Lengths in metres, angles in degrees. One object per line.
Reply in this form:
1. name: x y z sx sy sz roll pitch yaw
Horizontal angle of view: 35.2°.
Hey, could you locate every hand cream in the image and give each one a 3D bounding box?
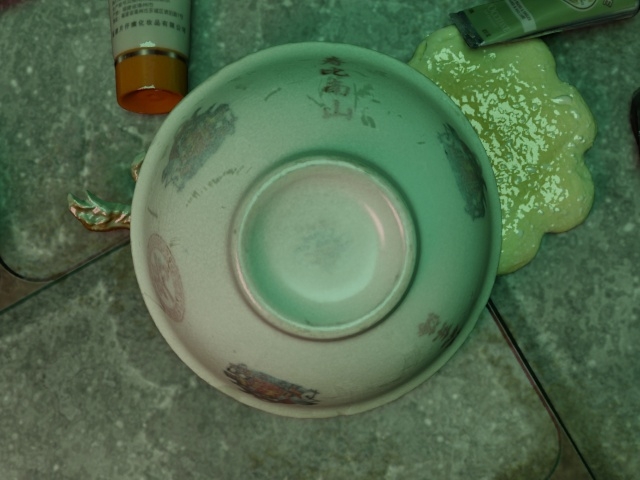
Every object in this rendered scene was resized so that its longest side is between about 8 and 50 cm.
1. hand cream: -0.217 -0.316 1.245 0.140 0.089 0.314 -1 78 2
2. hand cream: 0.278 -0.276 1.207 0.235 0.055 0.086 -12 39 -5

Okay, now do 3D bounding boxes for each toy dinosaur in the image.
1. toy dinosaur: -0.087 -0.024 1.196 0.393 0.092 0.205 28 89 -7

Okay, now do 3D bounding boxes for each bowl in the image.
1. bowl: 0.000 0.000 1.066 0.435 0.196 0.434 0 96 -2

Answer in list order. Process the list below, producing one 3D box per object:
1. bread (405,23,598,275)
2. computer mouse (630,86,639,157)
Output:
1. bread: 0.183 -0.111 1.209 0.316 0.054 0.315 0 83 2
2. computer mouse: 0.411 -0.126 1.199 0.079 0.047 0.135 -11 71 8
